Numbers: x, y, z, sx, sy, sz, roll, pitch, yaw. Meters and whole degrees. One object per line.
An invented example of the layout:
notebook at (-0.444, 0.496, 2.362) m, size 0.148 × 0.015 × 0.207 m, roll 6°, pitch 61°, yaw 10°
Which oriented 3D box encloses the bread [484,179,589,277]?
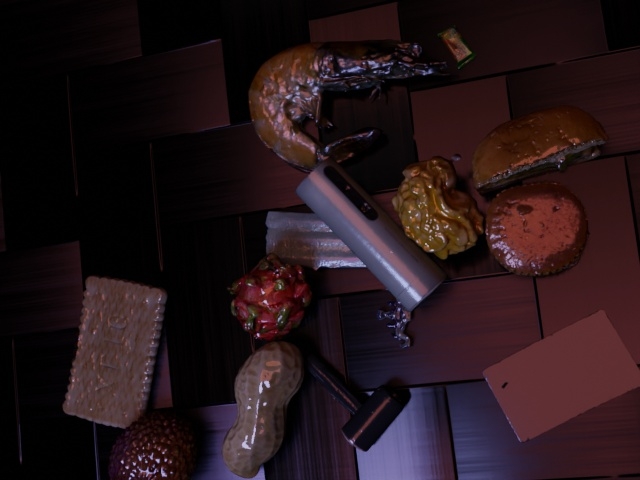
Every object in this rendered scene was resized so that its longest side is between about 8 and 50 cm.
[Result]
bread at (0.410, -0.023, 1.663) m, size 0.199 × 0.104 × 0.199 m, roll -1°, pitch 87°, yaw 17°

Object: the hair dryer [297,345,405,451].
hair dryer at (0.046, 0.292, 1.774) m, size 0.255 × 0.070 × 0.128 m, roll 45°, pitch 98°, yaw 20°

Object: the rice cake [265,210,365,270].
rice cake at (0.000, 0.000, 1.820) m, size 0.237 × 0.043 × 0.127 m, roll 0°, pitch 86°, yaw 18°

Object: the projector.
projector at (0.099, -0.013, 1.722) m, size 0.108 × 0.108 × 0.337 m, roll -45°, pitch 82°, yaw 9°

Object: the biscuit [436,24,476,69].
biscuit at (0.278, -0.398, 1.781) m, size 0.046 × 0.016 × 0.089 m, roll -33°, pitch 77°, yaw 12°

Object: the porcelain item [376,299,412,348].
porcelain item at (0.149, 0.150, 1.773) m, size 0.075 × 0.021 × 0.136 m, roll -1°, pitch 85°, yaw 21°

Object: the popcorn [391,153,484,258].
popcorn at (0.217, -0.060, 1.694) m, size 0.163 × 0.140 × 0.194 m, roll -18°, pitch 103°, yaw 53°

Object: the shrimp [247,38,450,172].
shrimp at (0.055, -0.292, 1.811) m, size 0.444 × 0.085 × 0.272 m, roll -9°, pitch 88°, yaw 19°

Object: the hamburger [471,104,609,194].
hamburger at (0.408, -0.182, 1.667) m, size 0.262 × 0.124 × 0.131 m, roll -17°, pitch 80°, yaw 14°

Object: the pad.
pad at (0.463, 0.260, 1.674) m, size 0.265 × 0.009 × 0.160 m, roll -30°, pitch 78°, yaw 14°

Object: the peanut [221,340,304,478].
peanut at (-0.125, 0.344, 1.787) m, size 0.136 × 0.120 × 0.299 m, roll 19°, pitch 95°, yaw 31°

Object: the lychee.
lychee at (-0.347, 0.444, 1.824) m, size 0.188 × 0.188 × 0.188 m, roll -2°, pitch 85°, yaw 17°

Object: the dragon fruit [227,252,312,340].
dragon fruit at (-0.102, 0.108, 1.778) m, size 0.166 × 0.160 × 0.172 m, roll 26°, pitch 115°, yaw -7°

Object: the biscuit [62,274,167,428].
biscuit at (-0.455, 0.248, 1.939) m, size 0.217 × 0.044 × 0.325 m, roll 8°, pitch 88°, yaw 19°
